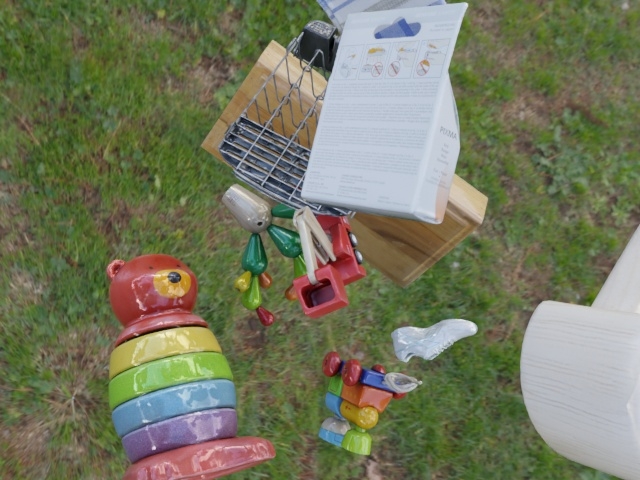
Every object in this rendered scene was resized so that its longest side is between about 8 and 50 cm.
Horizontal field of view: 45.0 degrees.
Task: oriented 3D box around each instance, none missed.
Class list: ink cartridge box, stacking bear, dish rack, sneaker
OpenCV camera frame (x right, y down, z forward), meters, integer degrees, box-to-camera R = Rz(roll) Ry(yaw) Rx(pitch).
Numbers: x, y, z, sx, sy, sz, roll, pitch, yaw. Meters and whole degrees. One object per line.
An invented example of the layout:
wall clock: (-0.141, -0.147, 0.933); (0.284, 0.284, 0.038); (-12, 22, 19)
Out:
ink cartridge box: (0.061, -0.111, 0.681); (0.045, 0.145, 0.179); (19, 85, -43)
stacking bear: (-0.188, 0.152, 0.958); (0.175, 0.164, 0.289); (-4, 69, -32)
dish rack: (0.009, -0.149, 0.980); (0.208, 0.074, 0.271); (27, 66, 11)
sneaker: (0.200, 0.177, 1.346); (0.152, 0.053, 0.061); (-14, 58, 17)

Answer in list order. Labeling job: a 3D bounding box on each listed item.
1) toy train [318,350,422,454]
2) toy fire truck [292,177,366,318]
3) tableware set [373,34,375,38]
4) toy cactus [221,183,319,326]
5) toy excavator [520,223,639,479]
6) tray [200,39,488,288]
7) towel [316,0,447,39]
toy train: (0.071, 0.261, 1.178); (0.105, 0.248, 0.143); (18, 84, -19)
toy fire truck: (0.000, 0.000, 0.907); (0.047, 0.135, 0.192); (-24, 69, 18)
tableware set: (0.029, -0.245, 1.162); (0.154, 0.024, 0.104); (-33, 111, 2)
toy cactus: (-0.065, -0.004, 1.062); (0.180, 0.112, 0.219); (40, 112, 7)
toy excavator: (0.348, -0.025, 0.560); (0.445, 0.222, 0.432); (21, 82, -32)
tray: (0.034, -0.105, 1.215); (0.411, 0.203, 0.076); (34, 44, -10)
towel: (0.089, -0.461, 1.385); (0.285, 0.209, 0.034); (51, 36, -24)
